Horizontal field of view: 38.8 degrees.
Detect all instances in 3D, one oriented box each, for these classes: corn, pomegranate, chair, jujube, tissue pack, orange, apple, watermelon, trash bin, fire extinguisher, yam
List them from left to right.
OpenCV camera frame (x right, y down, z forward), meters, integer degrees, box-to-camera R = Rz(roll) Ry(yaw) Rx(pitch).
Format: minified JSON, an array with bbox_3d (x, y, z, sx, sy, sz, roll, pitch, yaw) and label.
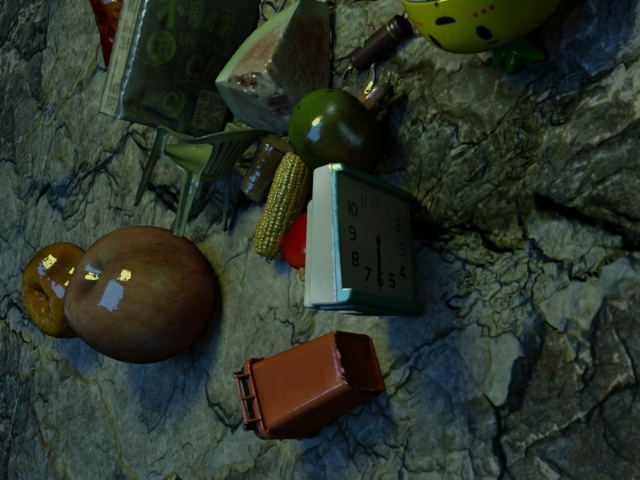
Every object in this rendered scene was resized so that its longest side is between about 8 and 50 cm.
[{"bbox_3d":[-0.633,0.122,2.318,0.249,0.183,0.248,14,111,39],"label":"orange"},{"bbox_3d":[-0.412,0.118,2.015,0.345,0.269,0.344,-11,75,46],"label":"apple"},{"bbox_3d":[-0.415,-0.472,2.069,0.216,0.216,0.342,55,165,36],"label":"jujube"},{"bbox_3d":[-0.292,-0.429,1.957,0.124,0.288,0.394,23,102,45],"label":"tissue pack"},{"bbox_3d":[-0.244,-0.155,1.924,0.190,0.203,0.274,39,124,33],"label":"chair"},{"bbox_3d":[-0.110,-0.149,1.873,0.084,0.084,0.127,49,118,39],"label":"yam"},{"bbox_3d":[-0.075,-0.065,1.823,0.080,0.080,0.238,29,106,45],"label":"corn"},{"bbox_3d":[-0.074,-0.330,1.840,0.310,0.193,0.231,-36,39,23],"label":"watermelon"},{"bbox_3d":[-0.022,0.259,1.652,0.239,0.184,0.161,-32,62,33],"label":"trash bin"},{"bbox_3d":[0.050,-0.215,1.659,0.224,0.181,0.181,-45,52,8],"label":"pomegranate"},{"bbox_3d":[0.101,-0.363,1.708,0.158,0.043,0.064,-33,31,38],"label":"fire extinguisher"}]

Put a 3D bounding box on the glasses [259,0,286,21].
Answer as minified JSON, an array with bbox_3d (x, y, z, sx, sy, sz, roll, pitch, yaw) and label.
[{"bbox_3d":[-0.084,-0.532,1.917,0.104,0.063,0.139,-24,68,41],"label":"glasses"}]

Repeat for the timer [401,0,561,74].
[{"bbox_3d":[0.269,-0.378,1.422,0.285,0.285,0.285,-9,78,46],"label":"timer"}]

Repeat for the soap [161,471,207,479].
[{"bbox_3d":[-0.371,0.663,1.964,0.339,0.169,0.304,-19,71,42],"label":"soap"}]

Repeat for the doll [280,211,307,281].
[{"bbox_3d":[0.000,0.000,1.715,0.217,0.085,0.183,-21,42,45],"label":"doll"}]

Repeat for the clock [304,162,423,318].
[{"bbox_3d":[0.062,0.012,1.522,0.116,0.262,0.231,-9,77,29],"label":"clock"}]
